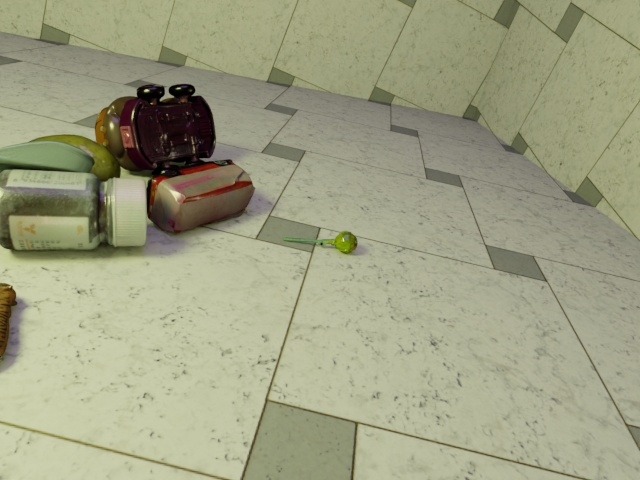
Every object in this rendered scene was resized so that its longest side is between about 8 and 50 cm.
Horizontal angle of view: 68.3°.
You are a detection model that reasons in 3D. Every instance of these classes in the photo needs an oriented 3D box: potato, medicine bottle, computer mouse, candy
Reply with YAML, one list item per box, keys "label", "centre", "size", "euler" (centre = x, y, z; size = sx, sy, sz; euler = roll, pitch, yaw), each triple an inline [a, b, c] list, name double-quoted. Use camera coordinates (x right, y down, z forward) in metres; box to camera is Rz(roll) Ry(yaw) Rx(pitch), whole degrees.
- label: "potato"
  centre: [-0.625, -0.169, 1.158]
  size: [0.197, 0.148, 0.228]
  euler: [36, 47, 10]
- label: "medicine bottle"
  centre: [-0.513, -0.061, 0.995]
  size: [0.274, 0.165, 0.165]
  euler: [1, 30, -23]
- label: "computer mouse"
  centre: [-0.609, -0.171, 1.006]
  size: [0.231, 0.079, 0.128]
  euler: [-1, -13, -36]
- label: "candy"
  centre: [0.000, 0.000, 1.227]
  size: [0.194, 0.062, 0.058]
  euler: [3, 73, 0]

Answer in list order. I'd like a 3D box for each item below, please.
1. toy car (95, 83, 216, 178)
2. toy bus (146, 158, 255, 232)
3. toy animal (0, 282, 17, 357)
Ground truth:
- label: "toy car"
  centre: [-0.502, -0.327, 1.436]
  size: [0.240, 0.271, 0.341]
  euler: [5, 18, 32]
- label: "toy bus"
  centre: [-0.307, -0.121, 1.234]
  size: [0.147, 0.127, 0.303]
  euler: [32, 32, 23]
- label: "toy animal"
  centre: [-0.535, 0.137, 0.733]
  size: [0.099, 0.056, 0.241]
  euler: [-4, 31, -28]
